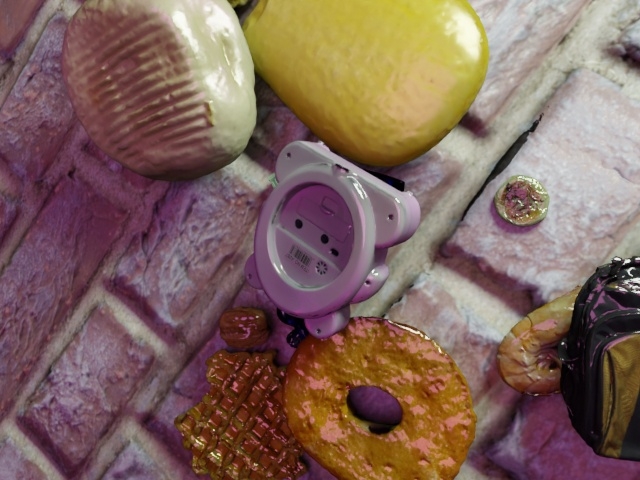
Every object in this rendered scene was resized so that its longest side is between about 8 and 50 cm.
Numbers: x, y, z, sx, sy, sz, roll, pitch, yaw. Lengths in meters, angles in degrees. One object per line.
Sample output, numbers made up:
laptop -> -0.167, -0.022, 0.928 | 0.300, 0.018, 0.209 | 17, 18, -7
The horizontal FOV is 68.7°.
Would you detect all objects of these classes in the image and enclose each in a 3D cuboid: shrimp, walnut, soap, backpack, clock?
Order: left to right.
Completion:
walnut -> -0.138, 0.159, 0.853 | 0.096, 0.082, 0.078 | -5, 115, 16
clock -> 0.000, 0.000, 0.690 | 0.228, 0.090, 0.247 | 35, 112, 25
soap -> 0.065, -0.316, 0.777 | 0.427, 0.115, 0.306 | 46, 103, 19
shrimp -> 0.375, 0.148, 0.701 | 0.236, 0.053, 0.133 | -43, 81, 12
backpack -> 0.424, 0.148, 0.622 | 0.207, 0.133, 0.258 | -1, 105, 7

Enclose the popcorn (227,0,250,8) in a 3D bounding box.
popcorn -> -0.197, -0.501, 0.843 | 0.188, 0.167, 0.185 | -23, 90, 24

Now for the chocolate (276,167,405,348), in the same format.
chocolate -> 0.011, 0.029, 0.798 | 0.149, 0.126, 0.343 | 21, 105, -19

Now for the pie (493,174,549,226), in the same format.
pie -> 0.320, -0.061, 0.742 | 0.085, 0.017, 0.085 | 0, 89, 18

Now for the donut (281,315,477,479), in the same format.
donut -> 0.093, 0.257, 0.760 | 0.303, 0.110, 0.302 | 0, 91, 17

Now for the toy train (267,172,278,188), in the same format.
toy train -> -0.050, -0.111, 0.853 | 0.093, 0.038, 0.056 | -31, 73, 15

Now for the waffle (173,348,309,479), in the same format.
waffle -> -0.146, 0.328, 0.863 | 0.292, 0.051, 0.290 | 0, 89, 19

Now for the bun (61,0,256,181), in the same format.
bun -> -0.258, -0.271, 0.819 | 0.362, 0.213, 0.360 | 12, 120, 22
